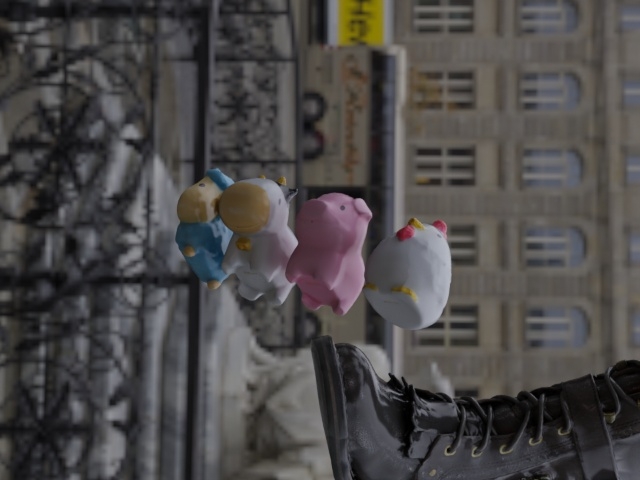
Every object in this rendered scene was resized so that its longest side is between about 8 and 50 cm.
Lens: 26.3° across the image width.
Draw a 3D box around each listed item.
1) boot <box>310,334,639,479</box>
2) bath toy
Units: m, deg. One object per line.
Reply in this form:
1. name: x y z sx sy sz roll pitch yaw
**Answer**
1. boot: 0.128 0.111 0.870 0.263 0.229 0.091 58 16 -49
2. bath toy: 0.000 0.000 1.573 0.129 0.348 0.151 -58 144 -29
